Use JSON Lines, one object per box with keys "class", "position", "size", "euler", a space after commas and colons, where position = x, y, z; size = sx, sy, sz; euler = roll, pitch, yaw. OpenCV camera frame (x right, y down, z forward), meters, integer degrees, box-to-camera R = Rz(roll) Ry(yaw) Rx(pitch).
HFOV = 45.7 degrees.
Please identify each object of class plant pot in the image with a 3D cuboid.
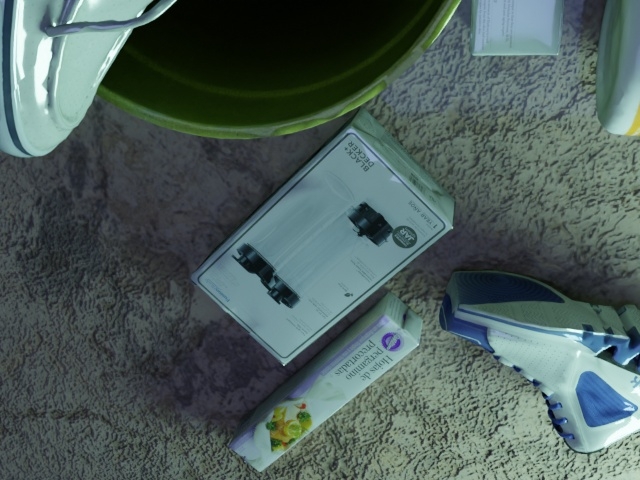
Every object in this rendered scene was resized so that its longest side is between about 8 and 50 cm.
{"class": "plant pot", "position": [-0.039, -0.312, 0.635], "size": [0.367, 0.353, 0.366], "euler": [4, 115, 10]}

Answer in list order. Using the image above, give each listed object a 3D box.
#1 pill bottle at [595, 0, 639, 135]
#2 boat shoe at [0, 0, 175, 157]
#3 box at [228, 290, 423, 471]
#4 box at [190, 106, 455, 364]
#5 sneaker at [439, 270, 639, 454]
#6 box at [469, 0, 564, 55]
{"class": "pill bottle", "position": [0.413, -0.173, 0.707], "size": [0.279, 0.162, 0.162], "euler": [3, 115, 10]}
{"class": "boat shoe", "position": [-0.088, -0.198, 0.439], "size": [0.157, 0.136, 0.366], "euler": [23, 107, -2]}
{"class": "box", "position": [0.001, 0.196, 1.022], "size": [0.063, 0.067, 0.324], "euler": [42, 115, -9]}
{"class": "box", "position": [0.000, 0.000, 0.919], "size": [0.169, 0.087, 0.290], "euler": [43, 115, -9]}
{"class": "sneaker", "position": [0.290, 0.160, 0.907], "size": [0.316, 0.127, 0.182], "euler": [14, 114, 4]}
{"class": "box", "position": [0.195, -0.244, 0.756], "size": [0.087, 0.101, 0.101], "euler": [2, 116, 11]}
